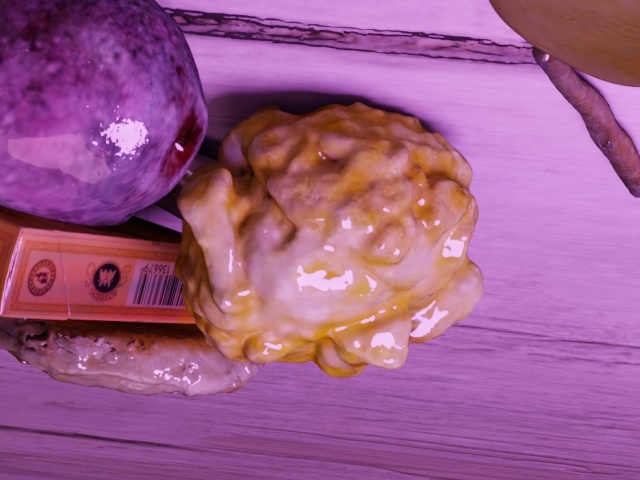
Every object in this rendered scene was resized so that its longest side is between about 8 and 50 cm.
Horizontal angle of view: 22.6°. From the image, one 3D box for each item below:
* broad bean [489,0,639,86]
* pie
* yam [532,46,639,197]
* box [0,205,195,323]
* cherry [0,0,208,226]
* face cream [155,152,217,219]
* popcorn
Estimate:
[{"bbox_3d":[0.184,-0.149,0.882,0.189,0.121,0.263,19,160,-17],"label":"broad bean"},{"bbox_3d":[-0.187,0.077,1.508,0.306,0.071,0.306,6,-164,-2],"label":"pie"},{"bbox_3d":[0.204,-0.084,1.174,0.027,0.029,0.234,9,163,33],"label":"yam"},{"bbox_3d":[-0.230,0.010,1.363,0.174,0.076,0.274,17,-175,32],"label":"box"},{"bbox_3d":[-0.168,-0.100,1.073,0.195,0.195,0.195,8,160,3],"label":"cherry"},{"bbox_3d":[-0.040,-0.011,1.418,0.341,0.084,0.137,27,162,-23],"label":"face cream"},{"bbox_3d":[0.000,0.000,1.251,0.256,0.195,0.255,-37,130,23],"label":"popcorn"}]
